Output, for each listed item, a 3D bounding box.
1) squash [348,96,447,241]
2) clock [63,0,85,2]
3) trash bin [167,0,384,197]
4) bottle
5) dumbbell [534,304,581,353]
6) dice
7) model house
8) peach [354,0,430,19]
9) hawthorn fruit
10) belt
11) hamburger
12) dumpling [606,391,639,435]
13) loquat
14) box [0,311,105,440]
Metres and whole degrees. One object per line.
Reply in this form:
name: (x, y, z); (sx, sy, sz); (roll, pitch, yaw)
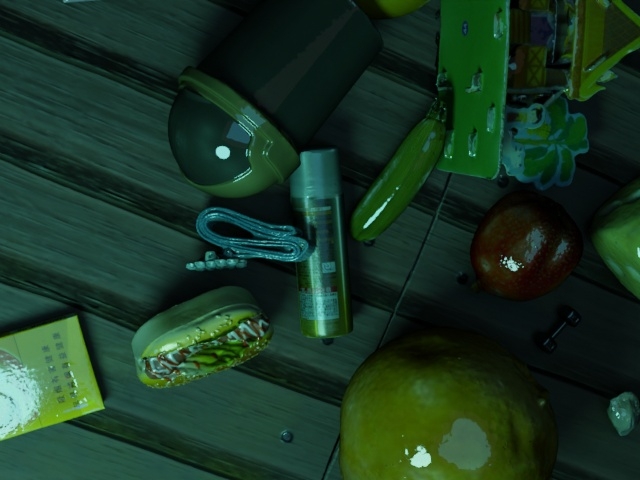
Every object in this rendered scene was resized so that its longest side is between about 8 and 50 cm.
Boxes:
squash: (0.125, -0.097, 1.829); (0.066, 0.066, 0.252); (30, 109, -14)
clock: (-0.203, -0.388, 1.645); (0.290, 0.275, 0.080); (-10, 95, -14)
trash bin: (-0.079, -0.209, 1.725); (0.214, 0.214, 0.334); (42, 84, -14)
bottle: (0.000, 0.000, 1.833); (0.082, 0.082, 0.286); (-6, 99, -11)
dumbbell: (0.383, 0.143, 1.957); (0.036, 0.040, 0.083); (42, 87, 16)
dice: (0.540, -0.004, 1.903); (0.166, 0.169, 0.169); (-41, 103, -5)
model house: (0.347, -0.249, 1.802); (0.312, 0.242, 0.358); (0, 96, -15)
peach: (0.084, -0.442, 1.738); (0.251, 0.153, 0.251); (3, 107, 10)
hawthorn fruit: (0.308, 0.018, 1.865); (0.169, 0.169, 0.188); (32, 113, -14)
belt: (-0.101, 0.011, 1.790); (0.179, 0.065, 0.100); (10, 86, 17)
hamburger: (-0.173, 0.148, 1.773); (0.210, 0.173, 0.116); (-24, 77, -9)
dumpling: (0.502, 0.283, 1.991); (0.057, 0.052, 0.076); (-27, 92, 4)
loquat: (0.185, 0.284, 1.791); (0.328, 0.328, 0.328); (-2, 97, -12)
box: (-0.467, 0.215, 1.780); (0.269, 0.043, 0.152); (-16, 100, -10)
